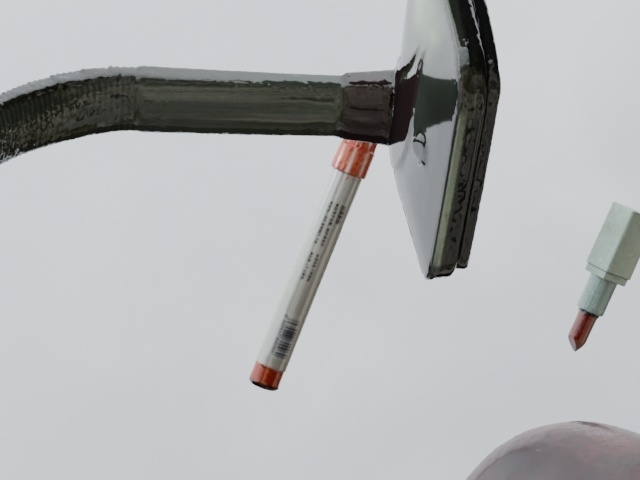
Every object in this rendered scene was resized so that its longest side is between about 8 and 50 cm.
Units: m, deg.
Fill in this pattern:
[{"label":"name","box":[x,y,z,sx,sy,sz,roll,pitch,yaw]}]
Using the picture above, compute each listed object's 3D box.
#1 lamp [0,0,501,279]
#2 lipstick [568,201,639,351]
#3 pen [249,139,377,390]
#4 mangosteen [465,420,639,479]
[{"label":"lamp","box":[-0.056,-0.075,0.631,0.283,0.124,0.203,-7,-49,-21]},{"label":"lipstick","box":[0.237,0.034,1.425,0.030,0.030,0.129,18,-82,-34]},{"label":"pen","box":[0.000,0.000,1.283,0.028,0.028,0.239,16,-83,-47]},{"label":"mangosteen","box":[0.153,0.225,1.084,0.257,0.215,0.215,0,-40,-51]}]
